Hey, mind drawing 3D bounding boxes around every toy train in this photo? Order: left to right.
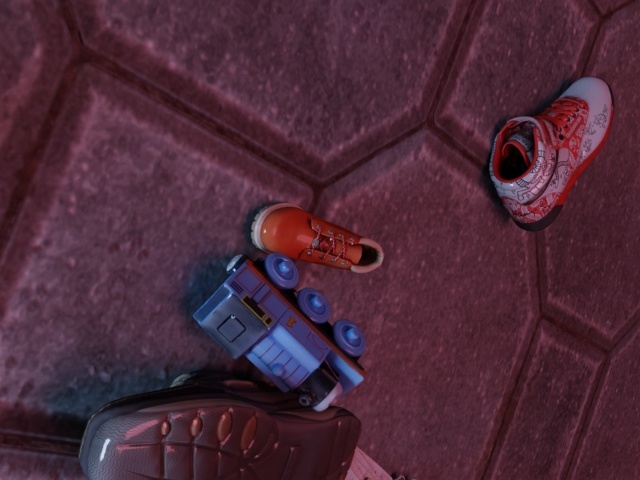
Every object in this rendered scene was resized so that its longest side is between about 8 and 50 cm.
[{"bbox_3d":[-0.034,0.094,0.821,0.184,0.080,0.105,45,37,-3],"label":"toy train"}]

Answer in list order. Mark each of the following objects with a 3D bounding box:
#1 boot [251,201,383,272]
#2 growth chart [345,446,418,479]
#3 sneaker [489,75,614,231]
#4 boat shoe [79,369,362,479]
[{"bbox_3d":[0.000,0.000,0.879,0.158,0.085,0.059,13,94,-47],"label":"boot"},{"bbox_3d":[0.036,0.354,1.076,0.237,0.021,0.172,45,70,-44],"label":"growth chart"},{"bbox_3d":[0.337,-0.157,1.183,0.270,0.090,0.145,-60,139,-11],"label":"sneaker"},{"bbox_3d":[-0.102,0.198,0.800,0.355,0.130,0.132,23,89,-54],"label":"boat shoe"}]
